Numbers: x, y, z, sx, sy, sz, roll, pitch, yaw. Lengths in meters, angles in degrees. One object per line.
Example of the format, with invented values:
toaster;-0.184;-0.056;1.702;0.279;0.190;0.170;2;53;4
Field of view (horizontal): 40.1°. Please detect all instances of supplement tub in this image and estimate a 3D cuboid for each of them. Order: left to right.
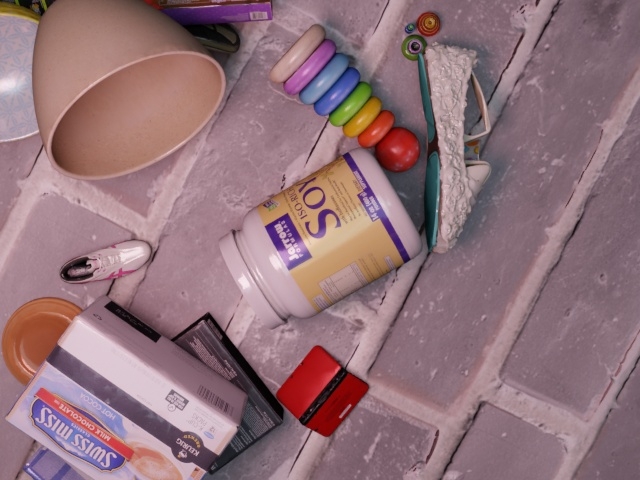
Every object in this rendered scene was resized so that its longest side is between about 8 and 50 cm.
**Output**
supplement tub;0.000;0.000;1.664;0.331;0.241;0.241;-30;95;2

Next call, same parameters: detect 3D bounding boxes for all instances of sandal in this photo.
sandal;-0.304;-0.386;1.703;0.302;0.120;0.086;2;127;2

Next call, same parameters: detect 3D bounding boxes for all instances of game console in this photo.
game console;0.005;0.312;1.811;0.124;0.085;0.144;36;96;-35

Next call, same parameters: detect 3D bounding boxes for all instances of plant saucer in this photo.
plant saucer;-0.554;0.217;1.789;0.199;0.037;0.200;0;95;0

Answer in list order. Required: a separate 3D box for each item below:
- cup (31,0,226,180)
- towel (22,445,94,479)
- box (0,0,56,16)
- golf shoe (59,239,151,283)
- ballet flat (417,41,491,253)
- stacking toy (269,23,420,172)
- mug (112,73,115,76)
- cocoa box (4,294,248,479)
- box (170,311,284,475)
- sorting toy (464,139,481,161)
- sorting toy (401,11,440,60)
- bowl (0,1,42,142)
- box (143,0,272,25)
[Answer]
cup;-0.363;-0.298;1.523;0.331;0.331;0.237;-33;72;3
towel;-0.416;0.407;1.722;0.209;0.034;0.285;42;50;-4
box;-0.583;-0.519;1.682;0.184;0.045;0.191;-14;115;0
golf shoe;-0.427;0.049;1.748;0.186;0.086;0.068;-19;94;1
ballet flat;0.262;-0.181;1.677;0.146;0.147;0.409;-3;88;0
stacking toy;0.061;-0.257;1.705;0.330;0.141;0.141;43;94;-11
mug;-0.355;-0.278;1.707;0.157;0.097;0.130;-9;96;2
cocoa box;-0.341;0.302;1.599;0.347;0.231;0.228;36;94;-4
box;-0.223;0.306;1.766;0.184;0.103;0.261;-36;95;1
sorting toy;0.282;-0.158;1.754;0.075;0.045;0.083;-1;96;19
sorting toy;0.195;-0.405;1.722;0.061;0.042;0.102;30;95;-3
bowl;-0.616;-0.343;1.655;0.289;0.289;0.156;-28;52;3
box;-0.239;-0.506;1.661;0.293;0.057;0.201;-4;67;0
